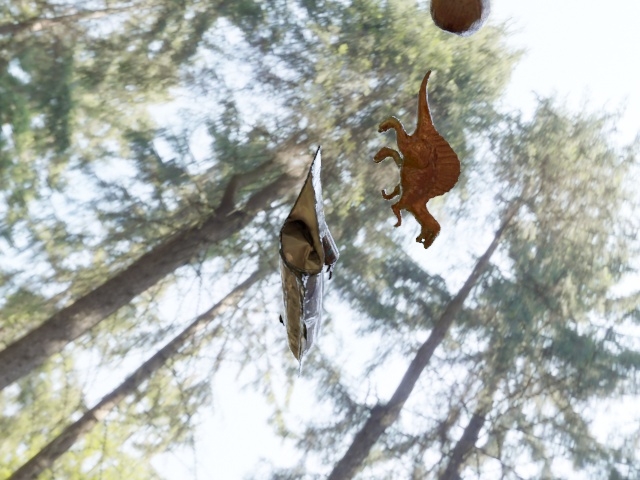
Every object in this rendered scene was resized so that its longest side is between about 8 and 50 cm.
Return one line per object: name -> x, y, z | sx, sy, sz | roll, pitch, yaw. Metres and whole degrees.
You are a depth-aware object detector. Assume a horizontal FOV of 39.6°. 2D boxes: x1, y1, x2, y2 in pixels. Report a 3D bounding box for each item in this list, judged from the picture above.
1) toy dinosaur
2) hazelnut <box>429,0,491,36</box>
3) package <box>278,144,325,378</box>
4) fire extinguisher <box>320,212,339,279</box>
toy dinosaur -> 0.138, -0.108, 1.204 | 0.142, 0.057, 0.212 | 36, -65, 23
hazelnut -> 0.175, -0.298, 1.107 | 0.086, 0.086, 0.086 | 8, -68, 20
package -> -0.022, 0.027, 1.197 | 0.062, 0.251, 0.204 | 5, -38, 2
fire extinguisher -> 0.000, 0.000, 1.385 | 0.039, 0.056, 0.132 | 1, -41, 25
